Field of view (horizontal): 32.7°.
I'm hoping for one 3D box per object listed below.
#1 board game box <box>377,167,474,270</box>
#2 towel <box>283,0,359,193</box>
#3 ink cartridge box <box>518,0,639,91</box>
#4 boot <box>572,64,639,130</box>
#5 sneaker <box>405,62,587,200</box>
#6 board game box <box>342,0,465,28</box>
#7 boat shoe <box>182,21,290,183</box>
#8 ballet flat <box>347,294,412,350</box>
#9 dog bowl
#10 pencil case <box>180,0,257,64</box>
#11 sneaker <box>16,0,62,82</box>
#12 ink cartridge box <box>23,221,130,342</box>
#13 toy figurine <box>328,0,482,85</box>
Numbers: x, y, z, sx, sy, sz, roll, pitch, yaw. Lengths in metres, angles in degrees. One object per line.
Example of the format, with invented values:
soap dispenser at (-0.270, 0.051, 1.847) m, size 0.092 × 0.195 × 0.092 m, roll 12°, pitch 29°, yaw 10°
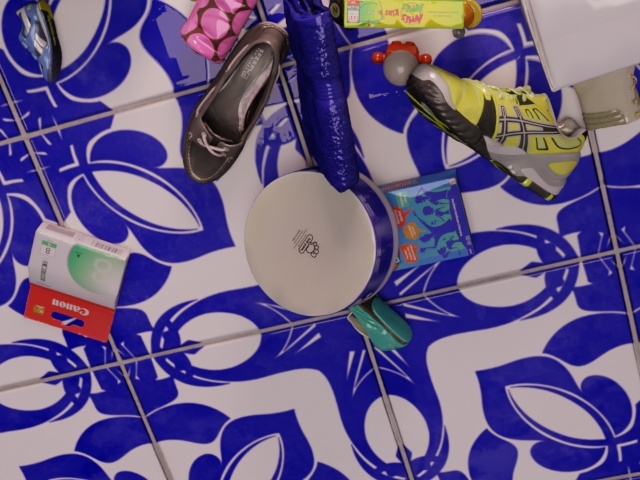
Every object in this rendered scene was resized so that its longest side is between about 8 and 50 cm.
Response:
board game box at (0.164, -0.031, 2.005) m, size 0.210 × 0.047 × 0.160 m, roll -13°, pitch 112°, yaw 12°
towel at (-0.004, -0.254, 1.822) m, size 0.076 × 0.228 × 0.308 m, roll -12°, pitch 114°, yaw -1°
ink cartridge box at (0.435, -0.386, 1.632) m, size 0.279 × 0.385 × 0.160 m, roll -18°, pitch 111°, yaw 14°
boot at (0.523, -0.287, 1.838) m, size 0.213 × 0.077 × 0.165 m, roll -20°, pitch 110°, yaw 20°
sneaker at (0.296, -0.211, 1.834) m, size 0.384 × 0.145 × 0.147 m, roll 27°, pitch 101°, yaw -38°
board game box at (0.126, -0.357, 1.683) m, size 0.181 × 0.092 × 0.043 m, roll 0°, pitch 113°, yaw 0°
boat shoe at (-0.160, -0.233, 1.920) m, size 0.112 × 0.095 × 0.335 m, roll 28°, pitch 114°, yaw -7°
ballet flat at (0.070, 0.119, 2.068) m, size 0.087 × 0.083 × 0.247 m, roll -30°, pitch 107°, yaw 32°
dog bowl at (0.000, 0.000, 1.950) m, size 0.265 × 0.104 × 0.265 m, roll 5°, pitch 100°, yaw 26°
pencil case at (-0.164, -0.405, 1.847) m, size 0.098 × 0.095 × 0.209 m, roll 16°, pitch 118°, yaw -29°
sneaker at (-0.496, -0.349, 1.927) m, size 0.059 × 0.053 × 0.144 m, roll -7°, pitch 105°, yaw 8°
ink cartridge box at (-0.482, 0.092, 2.125) m, size 0.181 × 0.056 × 0.225 m, roll 18°, pitch 113°, yaw -2°
toy figurine at (0.139, -0.385, 1.792) m, size 0.209 × 0.148 × 0.213 m, roll -37°, pitch 105°, yaw 19°
